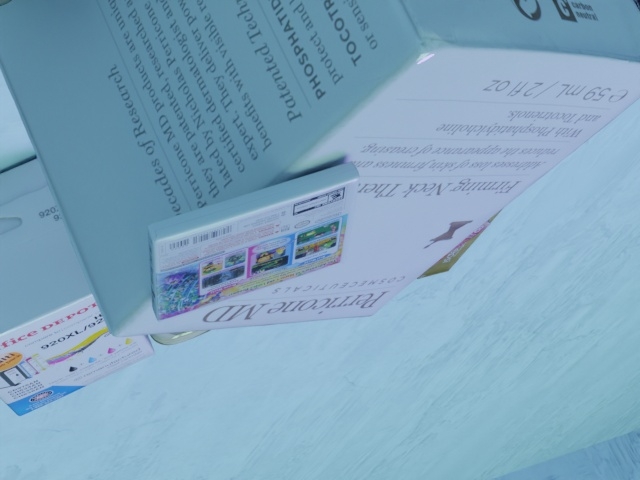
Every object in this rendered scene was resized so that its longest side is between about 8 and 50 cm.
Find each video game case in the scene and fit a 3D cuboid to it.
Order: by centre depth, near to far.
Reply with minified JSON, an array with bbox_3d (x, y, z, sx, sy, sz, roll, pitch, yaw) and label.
[{"bbox_3d":[-0.051,0.003,1.271,0.157,0.019,0.143,-18,156,-12],"label":"video game case"}]

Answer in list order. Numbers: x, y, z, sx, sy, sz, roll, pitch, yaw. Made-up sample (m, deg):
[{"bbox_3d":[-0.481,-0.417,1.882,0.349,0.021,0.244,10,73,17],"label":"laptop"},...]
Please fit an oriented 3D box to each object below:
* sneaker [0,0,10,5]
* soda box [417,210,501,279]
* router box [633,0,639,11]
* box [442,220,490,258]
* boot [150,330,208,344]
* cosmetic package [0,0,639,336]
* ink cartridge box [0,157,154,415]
[{"bbox_3d":[-0.319,-0.205,1.269,0.272,0.100,0.108,-6,156,-44],"label":"sneaker"},{"bbox_3d":[0.178,-0.020,2.332,0.058,0.061,0.181,-14,156,-32],"label":"soda box"},{"bbox_3d":[0.531,-0.281,2.036,0.309,0.081,0.243,11,142,-46],"label":"router box"},{"bbox_3d":[0.044,-0.056,1.968,0.142,0.154,0.300,-37,155,25],"label":"box"},{"bbox_3d":[-0.130,0.045,2.112,0.213,0.077,0.165,-25,157,-4],"label":"boot"},{"bbox_3d":[-0.004,-0.163,1.415,0.329,0.327,0.394,-2,149,-47],"label":"cosmetic package"},{"bbox_3d":[-0.299,0.050,1.786,0.171,0.168,0.232,-25,158,-3],"label":"ink cartridge box"}]
